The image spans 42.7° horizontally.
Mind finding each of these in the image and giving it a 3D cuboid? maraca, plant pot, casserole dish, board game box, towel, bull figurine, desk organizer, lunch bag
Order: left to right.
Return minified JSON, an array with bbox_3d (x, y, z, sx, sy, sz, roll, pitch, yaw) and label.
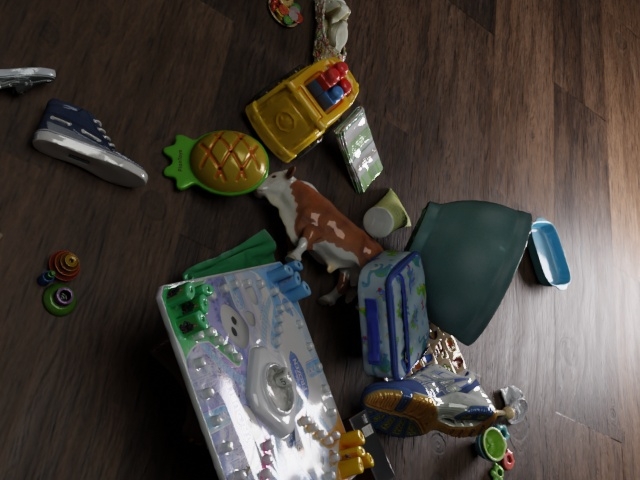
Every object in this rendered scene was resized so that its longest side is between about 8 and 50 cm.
[{"bbox_3d":[-0.183,-0.137,1.443,0.185,0.099,0.127,0,67,-13],"label":"maraca"},{"bbox_3d":[-0.063,0.225,1.247,0.390,0.050,0.390,-9,78,-67],"label":"board game box"},{"bbox_3d":[0.000,0.000,1.530,0.310,0.101,0.188,33,56,-24],"label":"bull figurine"},{"bbox_3d":[0.085,-0.188,1.701,0.113,0.023,0.152,-49,127,-40],"label":"towel"},{"bbox_3d":[0.077,0.374,1.460,0.047,0.050,0.130,-20,85,-43],"label":"desk organizer"},{"bbox_3d":[0.134,0.138,1.509,0.176,0.090,0.219,-31,119,-58],"label":"lunch bag"},{"bbox_3d":[0.267,0.038,1.644,0.196,0.293,0.293,25,52,3],"label":"plant pot"},{"bbox_3d":[0.560,0.037,2.029,0.114,0.037,0.188,-3,72,-41],"label":"casserole dish"}]

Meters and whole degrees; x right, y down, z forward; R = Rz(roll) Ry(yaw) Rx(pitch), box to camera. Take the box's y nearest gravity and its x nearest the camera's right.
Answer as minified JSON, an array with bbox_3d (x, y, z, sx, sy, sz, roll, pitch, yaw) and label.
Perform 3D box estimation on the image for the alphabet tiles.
[{"bbox_3d":[0.204,0.243,1.656,0.237,0.009,0.198,-18,83,-44],"label":"alphabet tiles"}]

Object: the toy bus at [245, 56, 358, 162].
[{"bbox_3d":[-0.003,-0.282,1.578,0.149,0.211,0.220,52,46,-8],"label":"toy bus"}]

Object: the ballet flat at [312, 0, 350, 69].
[{"bbox_3d":[0.032,-0.468,1.782,0.091,0.077,0.241,18,60,-33],"label":"ballet flat"}]

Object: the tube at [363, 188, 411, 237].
[{"bbox_3d":[0.142,-0.055,1.663,0.240,0.062,0.070,-28,131,-72],"label":"tube"}]

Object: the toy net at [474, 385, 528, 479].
[{"bbox_3d":[0.398,0.397,1.725,0.122,0.045,0.232,53,47,-8],"label":"toy net"}]

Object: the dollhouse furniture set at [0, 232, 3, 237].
[{"bbox_3d":[-0.492,-0.012,1.085,0.123,0.151,0.144,39,53,-21],"label":"dollhouse furniture set"}]

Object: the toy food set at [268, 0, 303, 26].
[{"bbox_3d":[-0.074,-0.491,1.741,0.082,0.020,0.083,51,47,-10],"label":"toy food set"}]

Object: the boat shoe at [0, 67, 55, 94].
[{"bbox_3d":[-0.481,-0.246,1.275,0.142,0.049,0.040,-13,99,-41],"label":"boat shoe"}]

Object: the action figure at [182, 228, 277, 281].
[{"bbox_3d":[-0.162,0.071,1.385,0.232,0.063,0.137,-17,84,-47],"label":"action figure"}]

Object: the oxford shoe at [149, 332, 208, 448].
[{"bbox_3d":[-0.147,0.292,1.288,0.133,0.130,0.364,-26,96,-12],"label":"oxford shoe"}]

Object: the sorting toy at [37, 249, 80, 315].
[{"bbox_3d":[-0.384,0.058,1.218,0.061,0.042,0.102,13,63,-36],"label":"sorting toy"}]

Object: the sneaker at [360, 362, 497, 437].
[{"bbox_3d":[0.192,0.297,1.563,0.296,0.112,0.131,14,36,-29],"label":"sneaker"}]

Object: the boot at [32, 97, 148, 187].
[{"bbox_3d":[-0.359,-0.158,1.317,0.190,0.069,0.086,25,60,-28],"label":"boot"}]
